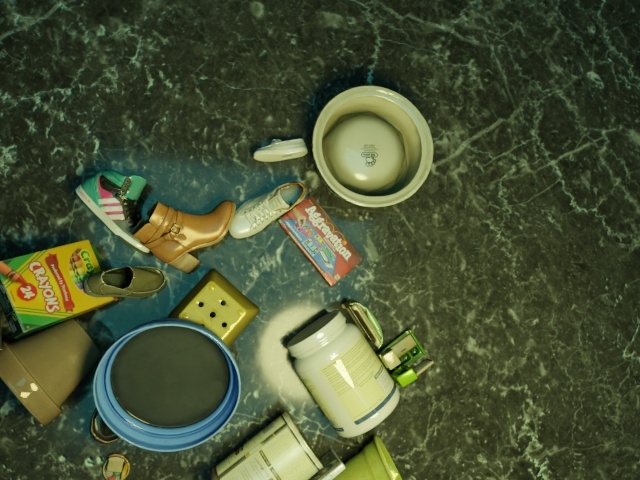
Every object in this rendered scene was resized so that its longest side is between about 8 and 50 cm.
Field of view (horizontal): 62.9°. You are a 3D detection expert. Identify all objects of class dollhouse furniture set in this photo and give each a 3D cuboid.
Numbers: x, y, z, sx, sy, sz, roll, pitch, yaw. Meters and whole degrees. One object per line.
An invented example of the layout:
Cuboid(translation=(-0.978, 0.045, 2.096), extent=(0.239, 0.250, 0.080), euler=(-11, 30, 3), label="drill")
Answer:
Cuboid(translation=(0.217, 0.285, 1.667), extent=(0.151, 0.197, 0.302), euler=(-33, 90, -10), label="dollhouse furniture set")

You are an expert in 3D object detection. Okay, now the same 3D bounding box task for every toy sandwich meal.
Cuboid(translation=(-0.612, 0.683, 1.567), extent=(0.085, 0.029, 0.086), euler=(1, 83, -9), label="toy sandwich meal")

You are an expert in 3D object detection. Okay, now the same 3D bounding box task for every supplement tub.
Cuboid(translation=(0.066, 0.402, 1.605), extent=(0.235, 0.235, 0.325), euler=(-34, 92, -12), label="supplement tub")

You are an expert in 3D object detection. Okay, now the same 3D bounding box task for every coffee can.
Cuboid(translation=(-0.158, 0.678, 1.556), extent=(0.275, 0.201, 0.201), euler=(-35, 90, -12), label="coffee can")

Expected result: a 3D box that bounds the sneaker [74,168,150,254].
Cuboid(translation=(-0.591, -0.113, 1.622), extent=(0.178, 0.124, 0.295), euler=(-45, 91, -2), label="sneaker")

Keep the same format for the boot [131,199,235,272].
Cuboid(translation=(-0.417, -0.060, 1.611), extent=(0.283, 0.109, 0.220), euler=(-48, 123, 0), label="boot")

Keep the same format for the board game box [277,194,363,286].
Cuboid(translation=(0.000, 0.000, 1.751), extent=(0.145, 0.027, 0.281), euler=(-40, 91, -13), label="board game box")

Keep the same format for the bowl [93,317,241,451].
Cuboid(translation=(-0.419, 0.396, 1.456), extent=(0.391, 0.077, 0.391), euler=(-2, 106, -9), label="bowl")

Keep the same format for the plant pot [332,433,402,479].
Cuboid(translation=(0.123, 0.774, 1.581), extent=(0.254, 0.276, 0.276), euler=(-28, 89, -1), label="plant pot")

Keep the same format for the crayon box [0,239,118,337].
Cuboid(translation=(-0.739, 0.122, 1.495), extent=(0.318, 0.081, 0.202), euler=(-23, 88, -52), label="crayon box")

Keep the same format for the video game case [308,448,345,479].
Cuboid(translation=(-0.013, 0.711, 1.582), extent=(0.173, 0.190, 0.022), euler=(-35, 87, -12), label="video game case")

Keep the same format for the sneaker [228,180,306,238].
Cuboid(translation=(-0.175, -0.110, 1.687), extent=(0.290, 0.123, 0.106), euler=(-35, 92, -10), label="sneaker")

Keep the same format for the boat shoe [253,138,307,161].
Cuboid(translation=(-0.136, -0.308, 1.747), extent=(0.184, 0.066, 0.063), euler=(-11, 75, -10), label="boat shoe")

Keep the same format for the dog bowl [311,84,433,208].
Cuboid(translation=(0.159, -0.297, 1.750), extent=(0.407, 0.150, 0.408), euler=(1, 83, -10), label="dog bowl")

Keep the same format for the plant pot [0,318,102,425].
Cuboid(translation=(-0.762, 0.350, 1.489), extent=(0.229, 0.263, 0.263), euler=(-38, 91, -29), label="plant pot")

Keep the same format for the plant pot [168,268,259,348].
Cuboid(translation=(-0.325, 0.224, 1.589), extent=(0.212, 0.187, 0.212), euler=(42, 79, -3), label="plant pot")

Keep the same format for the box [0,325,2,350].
Cuboid(translation=(-1.015, 0.210, 1.377), extent=(0.296, 0.182, 0.294), euler=(-31, 60, 15), label="box")

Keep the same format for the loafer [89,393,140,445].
Cuboid(translation=(-0.555, 0.442, 1.553), extent=(0.134, 0.130, 0.366), euler=(36, 79, -4), label="loafer")

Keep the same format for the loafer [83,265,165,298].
Cuboid(translation=(-0.564, 0.123, 1.557), extent=(0.251, 0.087, 0.094), euler=(-5, 75, -49), label="loafer")
